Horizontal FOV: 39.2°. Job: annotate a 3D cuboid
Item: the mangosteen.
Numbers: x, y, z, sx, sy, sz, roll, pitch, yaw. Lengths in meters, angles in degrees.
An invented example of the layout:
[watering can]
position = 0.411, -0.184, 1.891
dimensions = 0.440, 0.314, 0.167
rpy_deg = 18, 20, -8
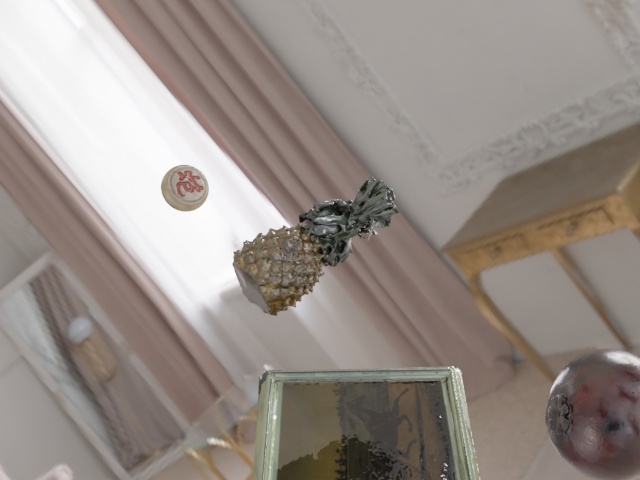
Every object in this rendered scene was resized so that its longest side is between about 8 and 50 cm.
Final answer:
[mangosteen]
position = 0.395, 0.225, 1.173
dimensions = 0.200, 0.200, 0.200
rpy_deg = -37, 11, 8

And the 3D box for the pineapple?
[pineapple]
position = 0.000, 0.000, 0.797
dimensions = 0.159, 0.074, 0.074
rpy_deg = -35, 9, -19

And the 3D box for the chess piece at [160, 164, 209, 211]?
[chess piece]
position = -0.233, -0.090, 1.547
dimensions = 0.083, 0.083, 0.038
rpy_deg = -46, 4, -35

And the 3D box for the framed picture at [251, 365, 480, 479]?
[framed picture]
position = 0.038, 0.191, 0.771
dimensions = 0.197, 0.014, 0.252
rpy_deg = -1, 32, 1
